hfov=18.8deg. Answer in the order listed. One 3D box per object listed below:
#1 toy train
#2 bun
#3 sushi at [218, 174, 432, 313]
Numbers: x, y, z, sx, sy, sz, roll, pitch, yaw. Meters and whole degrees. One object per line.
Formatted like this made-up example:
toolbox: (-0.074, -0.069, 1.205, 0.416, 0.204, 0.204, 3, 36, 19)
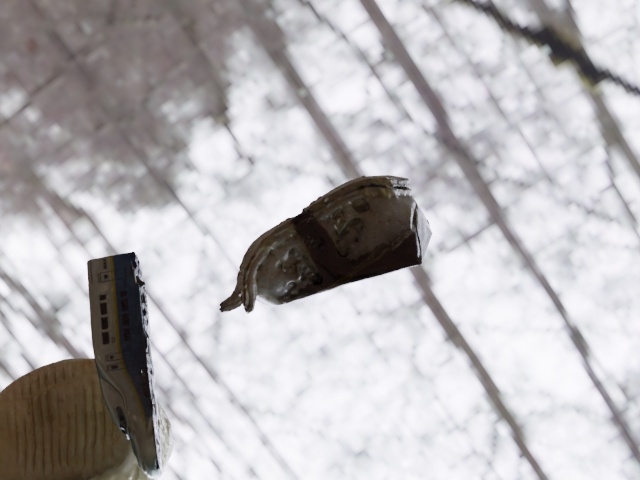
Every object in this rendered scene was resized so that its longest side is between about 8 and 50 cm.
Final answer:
toy train: (-0.167, 0.110, 1.653, 0.051, 0.052, 0.234, -9, -134, -2)
bun: (-0.229, 0.194, 1.818, 0.188, 0.111, 0.164, -18, -133, 3)
sushi: (-0.009, -0.001, 2.326, 0.273, 0.109, 0.134, -17, -168, 9)
